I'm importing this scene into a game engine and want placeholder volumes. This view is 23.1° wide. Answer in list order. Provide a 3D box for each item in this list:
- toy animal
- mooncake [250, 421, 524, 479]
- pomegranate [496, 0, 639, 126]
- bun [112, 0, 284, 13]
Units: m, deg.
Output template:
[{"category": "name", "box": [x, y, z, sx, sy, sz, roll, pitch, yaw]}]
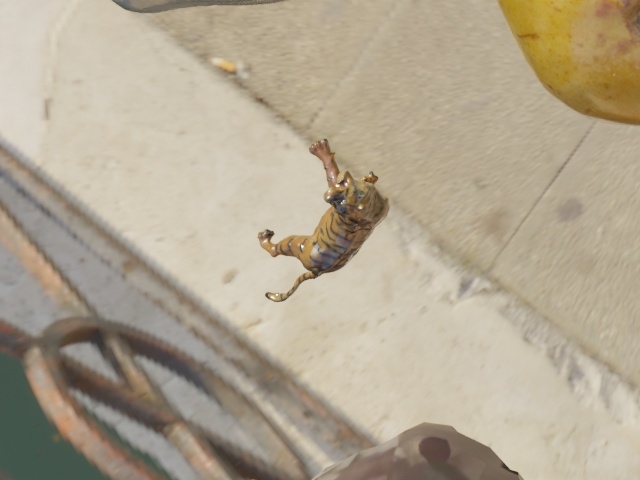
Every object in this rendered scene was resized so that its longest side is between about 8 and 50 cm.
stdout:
[{"category": "toy animal", "box": [0.008, 0.001, 1.816, 0.114, 0.116, 0.255, 10, 136, -22]}, {"category": "mooncake", "box": [-0.006, 0.252, 0.553, 0.212, 0.381, 0.351, 32, 76, -25]}, {"category": "pomegranate", "box": [0.264, -0.211, 1.241, 0.264, 0.264, 0.264, 2, 97, 15]}, {"category": "bun", "box": [-0.053, -0.130, 0.591, 0.138, 0.138, 0.094, 34, 95, 9]}]
